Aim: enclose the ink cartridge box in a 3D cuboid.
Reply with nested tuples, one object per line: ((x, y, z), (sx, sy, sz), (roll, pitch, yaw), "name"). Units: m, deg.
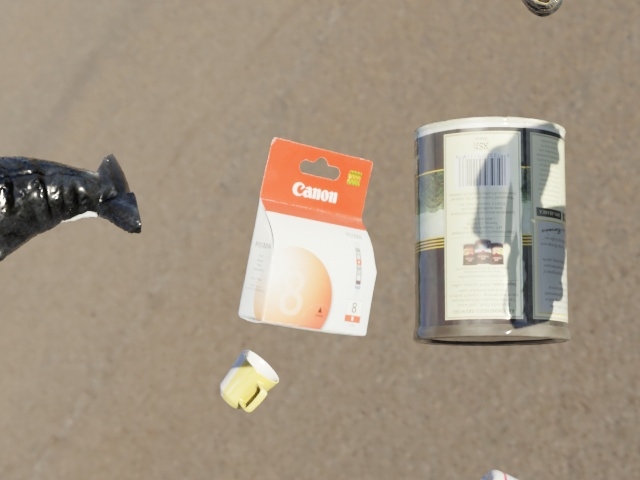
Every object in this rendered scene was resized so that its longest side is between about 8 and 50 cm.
((0.000, 0.000, 1.494), (0.045, 0.145, 0.179), (14, 92, 47), "ink cartridge box")

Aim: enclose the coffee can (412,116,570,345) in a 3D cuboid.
((0.220, -0.006, 1.961), (0.202, 0.202, 0.275), (-8, 79, 49), "coffee can")

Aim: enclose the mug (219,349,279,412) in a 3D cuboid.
((-0.099, 0.186, 1.966), (0.064, 0.062, 0.078), (-47, -1, 10), "mug")

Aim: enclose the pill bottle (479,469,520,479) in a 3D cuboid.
((0.255, 0.339, 1.782), (0.087, 0.160, 0.087), (-155, 90, -84), "pill bottle")

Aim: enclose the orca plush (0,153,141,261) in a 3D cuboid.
((-0.283, -0.006, 1.177), (0.102, 0.287, 0.151), (122, 143, -75), "orca plush")

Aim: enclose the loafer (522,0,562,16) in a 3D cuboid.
((0.233, -0.346, 1.835), (0.062, 0.170, 0.061), (-43, -2, 9), "loafer")
